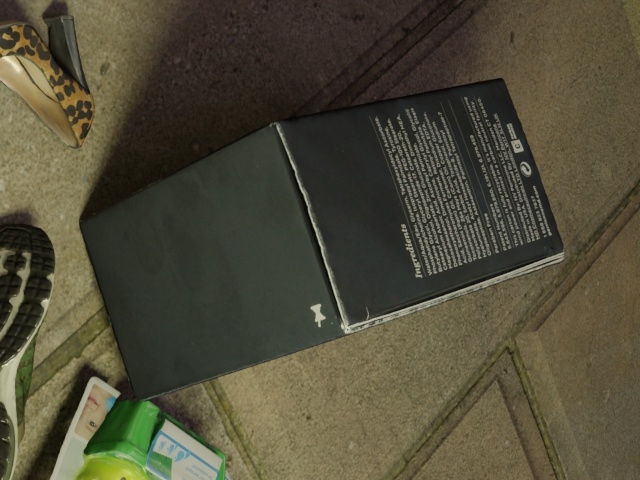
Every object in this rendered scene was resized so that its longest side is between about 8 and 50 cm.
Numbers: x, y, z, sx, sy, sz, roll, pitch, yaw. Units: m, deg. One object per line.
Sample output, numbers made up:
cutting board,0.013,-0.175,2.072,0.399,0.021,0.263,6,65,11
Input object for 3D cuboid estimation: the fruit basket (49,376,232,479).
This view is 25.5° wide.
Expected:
fruit basket,-0.268,0.421,2.037,0.327,0.165,0.353,42,45,-33

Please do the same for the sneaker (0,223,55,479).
sneaker,-0.450,0.177,1.914,0.182,0.158,0.411,97,3,-70

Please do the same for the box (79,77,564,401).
box,0.000,0.000,2.038,0.471,0.479,0.298,-17,87,-44

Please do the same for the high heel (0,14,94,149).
high heel,-0.407,-0.200,1.900,0.261,0.093,0.186,-20,103,-52
